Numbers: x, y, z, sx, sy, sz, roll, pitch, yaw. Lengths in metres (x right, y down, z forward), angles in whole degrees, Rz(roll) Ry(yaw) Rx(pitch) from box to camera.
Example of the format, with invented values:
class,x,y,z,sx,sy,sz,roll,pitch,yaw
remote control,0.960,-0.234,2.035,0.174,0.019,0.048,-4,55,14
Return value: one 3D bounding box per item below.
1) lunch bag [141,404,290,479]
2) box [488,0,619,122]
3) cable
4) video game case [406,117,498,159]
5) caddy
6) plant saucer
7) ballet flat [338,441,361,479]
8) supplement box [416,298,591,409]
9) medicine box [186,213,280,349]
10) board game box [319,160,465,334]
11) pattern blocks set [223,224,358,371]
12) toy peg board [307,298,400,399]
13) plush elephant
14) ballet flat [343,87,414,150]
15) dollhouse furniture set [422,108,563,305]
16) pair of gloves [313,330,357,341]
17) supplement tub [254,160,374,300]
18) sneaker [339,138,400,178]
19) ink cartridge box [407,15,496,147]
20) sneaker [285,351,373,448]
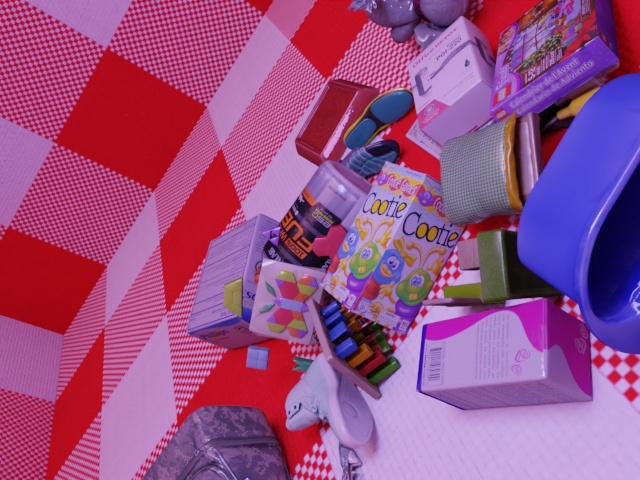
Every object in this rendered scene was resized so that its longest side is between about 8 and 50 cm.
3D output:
class,x,y,z,sx,sy,sz,roll,pitch,yaw
lunch bag,-0.206,0.524,1.233,0.305,0.212,0.256,-52,48,20
box,0.394,-0.335,1.026,0.201,0.057,0.293,-35,24,42
cable,0.378,-0.216,1.023,0.287,0.072,0.140,-33,39,39
video game case,0.291,-0.264,1.243,0.206,0.026,0.227,-55,31,13
caddy,0.397,-0.037,0.693,0.342,0.241,0.179,-61,26,5
plant saucer,0.028,-0.338,1.687,0.259,0.047,0.258,-60,30,7
ballet flat,0.055,0.413,1.076,0.041,0.041,0.114,-37,39,37
supplement box,0.260,0.172,0.866,0.220,0.113,0.111,-24,47,49
medicine box,-0.201,0.115,1.583,0.263,0.149,0.290,-23,49,48
board game box,0.143,0.012,1.140,0.275,0.142,0.144,-62,30,3
pattern blocks set,-0.063,0.128,1.247,0.026,0.285,0.325,-70,-22,-73
toy peg board,0.067,0.184,1.122,0.079,0.160,0.161,-38,36,11
plush elephant,0.244,-0.567,1.362,0.330,0.255,0.272,-48,-32,-46
ballet flat,0.141,-0.310,1.471,0.231,0.077,0.077,-38,22,40
dollhouse furniture set,0.239,-0.051,0.939,0.197,0.151,0.302,-14,76,51
pair of gloves,0.031,0.190,1.239,0.074,0.083,0.010,-63,4,15
supplement tub,0.000,0.000,1.320,0.316,0.193,0.194,-55,31,15
sneaker,0.103,-0.203,1.434,0.223,0.083,0.098,-29,39,45
ink cartridge box,0.269,-0.317,1.202,0.158,0.092,0.218,-38,37,36
sneaker,0.007,0.338,1.140,0.151,0.094,0.256,-51,22,10
